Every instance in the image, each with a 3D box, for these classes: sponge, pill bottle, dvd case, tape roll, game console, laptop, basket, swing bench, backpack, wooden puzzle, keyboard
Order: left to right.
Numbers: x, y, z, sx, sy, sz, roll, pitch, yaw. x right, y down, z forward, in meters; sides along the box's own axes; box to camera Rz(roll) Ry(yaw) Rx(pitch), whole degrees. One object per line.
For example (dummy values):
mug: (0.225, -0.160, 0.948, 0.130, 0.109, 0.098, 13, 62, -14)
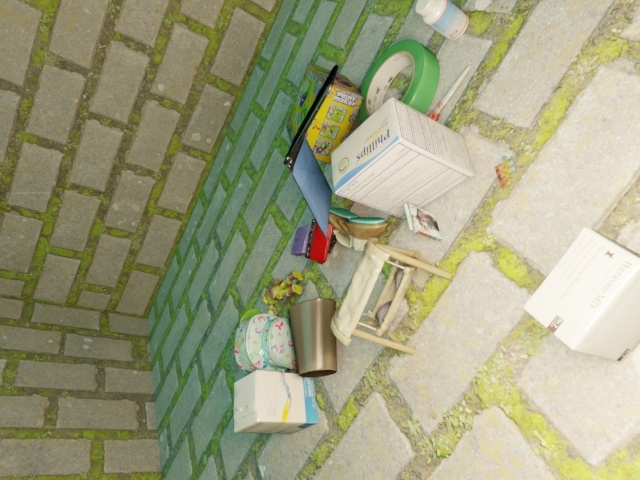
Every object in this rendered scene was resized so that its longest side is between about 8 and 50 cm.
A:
backpack: (-0.178, 0.377, 1.625, 0.191, 0.253, 0.225, -28, 52, 49)
sponge: (-0.071, 0.000, 1.788, 0.210, 0.031, 0.117, 168, 116, -74)
basket: (-0.019, 0.334, 1.505, 0.204, 0.154, 0.227, -38, 50, 45)
game console: (0.000, 0.000, 1.616, 0.124, 0.085, 0.144, -18, -61, -81)
keyboard: (0.026, 0.002, 1.700, 0.108, 0.023, 0.180, 45, 114, 54)
laptop: (0.032, -0.299, 1.444, 0.408, 0.236, 0.382, -56, 12, 27)
swing bench: (0.168, 0.143, 1.199, 0.165, 0.254, 0.253, 41, 110, 56)
tape roll: (0.259, -0.513, 1.526, 0.321, 0.077, 0.321, -30, 51, 47)
dvd case: (0.284, -0.050, 1.236, 0.013, 0.119, 0.087, -39, 45, 42)
pill bottle: (0.367, -0.684, 1.357, 0.087, 0.160, 0.087, -29, 53, 48)
wooden puzzle: (0.465, -0.176, 1.121, 0.049, 0.006, 0.083, -35, 48, 45)

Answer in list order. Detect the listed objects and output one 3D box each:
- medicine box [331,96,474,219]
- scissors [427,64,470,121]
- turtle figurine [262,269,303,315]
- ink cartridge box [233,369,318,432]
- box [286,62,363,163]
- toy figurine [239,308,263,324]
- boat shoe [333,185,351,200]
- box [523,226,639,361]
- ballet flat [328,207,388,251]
medicine box: (0.221, -0.212, 1.245, 0.263, 0.289, 0.149, -36, 47, 44)
scissors: (0.354, -0.403, 1.380, 0.297, 0.021, 0.109, -65, 31, 16)
turtle figurine: (-0.168, 0.202, 1.821, 0.217, 0.087, 0.270, -35, 23, 30)
ink cartridge box: (-0.157, 0.556, 1.530, 0.171, 0.232, 0.168, -40, 45, 41)
box: (0.004, -0.496, 1.740, 0.290, 0.176, 0.279, -106, 34, -54)
toy figurine: (-0.240, 0.384, 1.871, 0.159, 0.130, 0.173, 4, 101, 48)
boat shoe: (0.093, -0.190, 1.666, 0.045, 0.050, 0.135, -54, 37, 7)
box: (0.497, 0.098, 0.783, 0.181, 0.181, 0.119, -61, 33, 18)
ballet flat: (0.115, -0.033, 1.515, 0.342, 0.116, 0.124, 20, 113, 58)
